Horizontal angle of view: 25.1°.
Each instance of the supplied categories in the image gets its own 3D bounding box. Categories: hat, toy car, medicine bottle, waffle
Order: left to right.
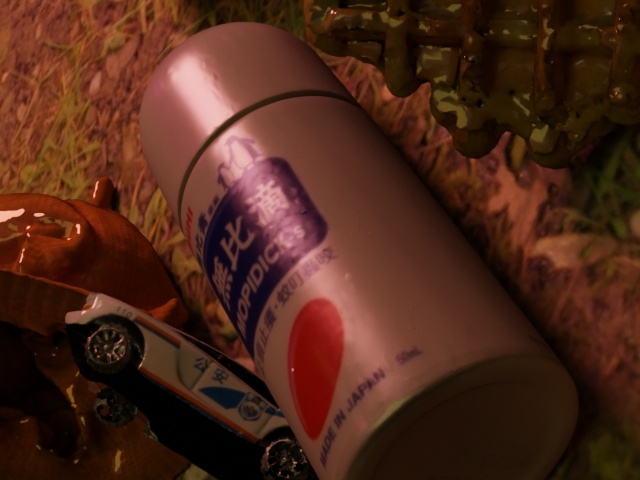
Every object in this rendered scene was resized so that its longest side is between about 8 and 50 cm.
[{"bbox_3d":[-0.170,0.024,0.985,0.244,0.233,0.233,-26,30,28],"label":"hat"},{"bbox_3d":[-0.057,0.100,0.800,0.205,0.095,0.056,30,63,12],"label":"toy car"},{"bbox_3d":[0.000,0.000,0.785,0.130,0.130,0.341,-54,43,21],"label":"medicine bottle"},{"bbox_3d":[0.102,-0.172,0.697,0.291,0.051,0.291,7,109,20],"label":"waffle"}]
